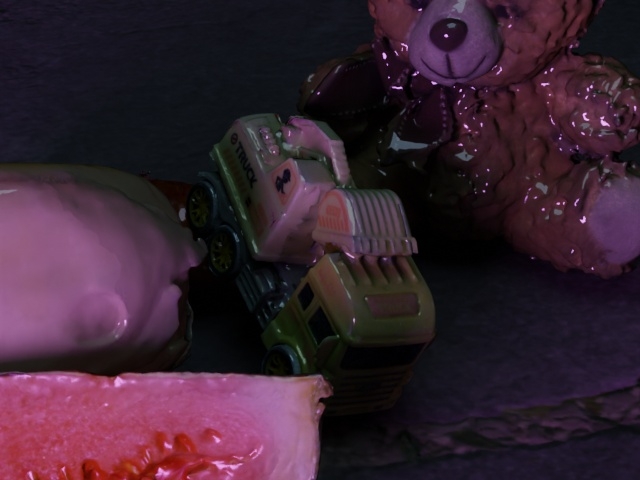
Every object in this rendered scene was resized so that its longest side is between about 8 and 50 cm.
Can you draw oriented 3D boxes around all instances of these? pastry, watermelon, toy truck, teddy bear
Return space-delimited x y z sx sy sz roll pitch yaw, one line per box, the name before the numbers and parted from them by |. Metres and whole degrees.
pastry | -0.189 0.028 0.936 0.264 0.133 0.265 -6 -1 0
watermelon | -0.145 0.150 0.834 0.303 0.159 0.128 -3 64 -6
toy truck | 0.000 0.000 1.016 0.085 0.116 0.191 0 49 -35
teddy bear | 0.103 -0.114 1.125 0.267 0.256 0.156 6 29 6

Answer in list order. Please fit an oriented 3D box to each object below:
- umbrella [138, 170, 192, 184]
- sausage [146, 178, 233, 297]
umbrella | -0.169 -0.027 1.188 0.165 0.025 0.027 -10 57 -13
sausage | -0.140 -0.004 1.096 0.179 0.089 0.089 3 33 -1
